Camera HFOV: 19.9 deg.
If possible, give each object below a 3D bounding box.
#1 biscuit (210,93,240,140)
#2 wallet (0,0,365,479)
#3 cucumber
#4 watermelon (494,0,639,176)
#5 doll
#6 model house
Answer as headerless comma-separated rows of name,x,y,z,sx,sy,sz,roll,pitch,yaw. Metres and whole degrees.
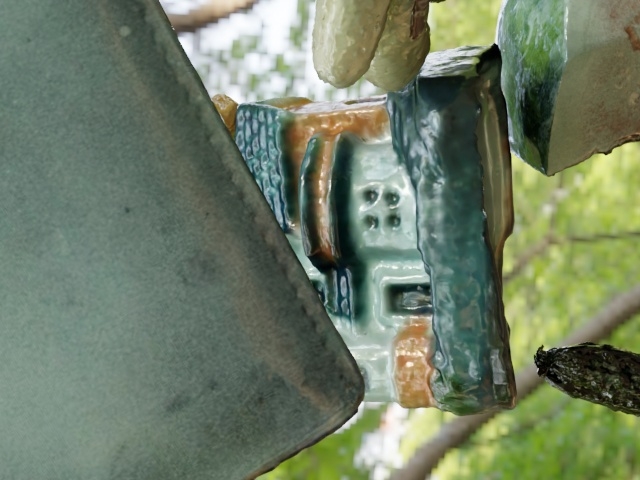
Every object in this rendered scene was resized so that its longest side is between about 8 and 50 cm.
biscuit,-0.139,-0.064,1.578,0.041,0.239,0.212,53,142,46
wallet,-0.159,0.028,0.689,0.251,0.290,0.054,61,177,-20
cucumber,0.242,0.108,1.339,0.053,0.181,0.053,-163,90,-86
watermelon,0.258,-0.194,1.436,0.320,0.214,0.289,-33,-36,-73
doll,0.059,-0.192,1.114,0.278,0.149,0.175,60,-157,-70
model house,0.000,0.000,1.321,0.184,0.291,0.253,-44,-51,-71
